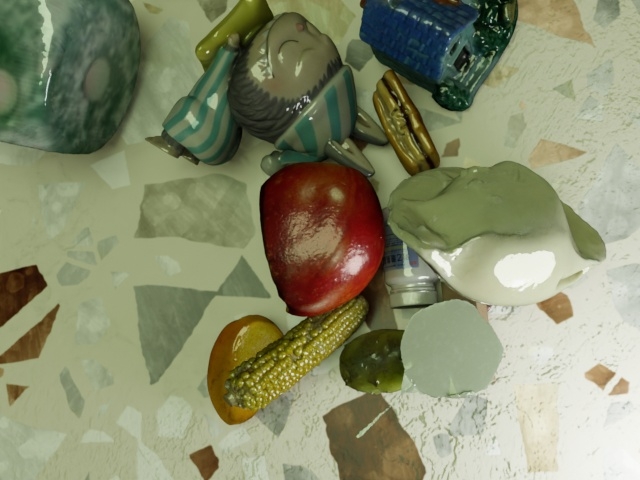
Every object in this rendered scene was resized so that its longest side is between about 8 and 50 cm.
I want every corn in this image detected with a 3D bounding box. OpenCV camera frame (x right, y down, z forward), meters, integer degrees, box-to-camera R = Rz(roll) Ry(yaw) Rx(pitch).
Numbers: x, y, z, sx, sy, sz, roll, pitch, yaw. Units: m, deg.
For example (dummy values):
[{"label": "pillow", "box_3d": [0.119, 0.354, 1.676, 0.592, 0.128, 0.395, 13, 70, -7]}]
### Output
[{"label": "corn", "box_3d": [-0.041, 0.202, 1.640, 0.320, 0.097, 0.097, -36, 74, -19]}]

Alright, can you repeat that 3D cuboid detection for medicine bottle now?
[{"label": "medicine bottle", "box_3d": [0.166, 0.030, 1.653, 0.102, 0.103, 0.187, -5, 81, 13]}]

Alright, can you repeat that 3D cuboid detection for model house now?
[{"label": "model house", "box_3d": [0.208, -0.441, 1.595, 0.251, 0.329, 0.295, 35, 93, 19]}]

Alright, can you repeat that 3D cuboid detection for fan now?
[{"label": "fan", "box_3d": [0.177, 0.241, 1.572, 0.310, 0.010, 0.182, -42, 87, 0]}]

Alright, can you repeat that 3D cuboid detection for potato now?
[{"label": "potato", "box_3d": [0.137, 0.215, 1.634, 0.225, 0.090, 0.117, -18, 83, 21]}]

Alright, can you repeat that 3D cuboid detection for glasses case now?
[{"label": "glasses case", "box_3d": [0.269, 0.162, 1.638, 0.102, 0.070, 0.194, -12, 81, 41]}]

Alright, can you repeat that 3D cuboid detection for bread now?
[{"label": "bread", "box_3d": [0.157, -0.218, 1.683, 0.077, 0.116, 0.200, -28, 77, 11]}]

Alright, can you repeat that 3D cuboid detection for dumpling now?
[{"label": "dumpling", "box_3d": [0.282, -0.028, 1.551, 0.315, 0.395, 0.233, -123, 38, -48]}]

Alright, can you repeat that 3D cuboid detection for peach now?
[{"label": "peach", "box_3d": [0.000, 0.000, 1.596, 0.245, 0.248, 0.275, -19, 55, 40]}]

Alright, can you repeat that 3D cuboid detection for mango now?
[{"label": "mango", "box_3d": [-0.145, 0.246, 1.704, 0.141, 0.102, 0.217, 14, 90, -13]}]

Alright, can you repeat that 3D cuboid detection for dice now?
[{"label": "dice", "box_3d": [-0.578, -0.366, 1.750, 0.348, 0.330, 0.328, 18, 98, 16]}]

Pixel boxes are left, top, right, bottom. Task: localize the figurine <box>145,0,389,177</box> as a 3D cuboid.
[{"label": "figurine", "box_3d": [-0.070, -0.218, 1.670, 0.377, 0.266, 0.361, 39, 98, 16]}]
